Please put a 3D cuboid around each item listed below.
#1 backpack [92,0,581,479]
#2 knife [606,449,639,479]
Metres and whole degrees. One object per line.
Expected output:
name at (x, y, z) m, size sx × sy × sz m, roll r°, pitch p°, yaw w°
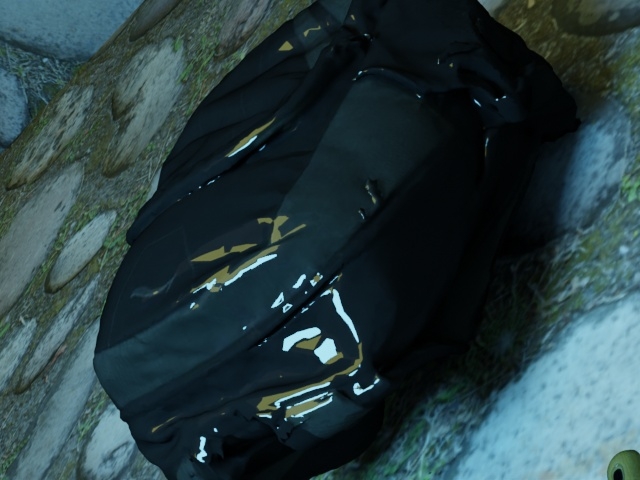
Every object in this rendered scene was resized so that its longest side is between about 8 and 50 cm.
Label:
backpack at (0.000, 0.000, 1.142) m, size 0.363 × 0.255 × 0.445 m, roll -35°, pitch 17°, yaw 41°
knife at (0.173, 0.230, 0.773) m, size 0.047 × 0.017 × 0.298 m, roll -45°, pitch 28°, yaw 31°
